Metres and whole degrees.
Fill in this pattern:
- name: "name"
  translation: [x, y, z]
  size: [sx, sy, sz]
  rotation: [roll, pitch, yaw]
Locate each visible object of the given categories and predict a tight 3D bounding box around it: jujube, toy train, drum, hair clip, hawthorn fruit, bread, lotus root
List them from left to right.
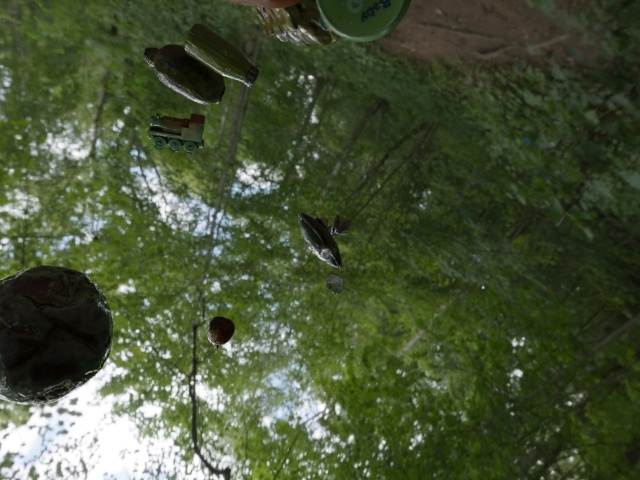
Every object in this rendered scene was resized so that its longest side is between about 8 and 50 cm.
- name: "jujube"
  translation: [-0.540, 0.183, 0.856]
  size: [0.246, 0.216, 0.308]
  rotation: [18, -169, -22]
- name: "toy train"
  translation: [-0.452, -0.344, 1.368]
  size: [0.175, 0.118, 0.074]
  rotation: [9, -141, -12]
- name: "lotus root"
  translation: [-0.498, -0.617, 1.617]
  size: [0.309, 0.173, 0.173]
  rotation: [20, -157, -36]
- name: "hawthorn fruit"
  translation: [-0.262, 0.237, 1.146]
  size: [0.077, 0.077, 0.077]
  rotation: [9, -148, -6]
- name: "bread"
  translation: [-0.036, -0.529, 0.942]
  size: [0.238, 0.196, 0.252]
  rotation: [12, -166, -16]
- name: "drum"
  translation: [0.001, -0.344, 0.504]
  size: [0.253, 0.130, 0.049]
  rotation: [43, -150, -8]
- name: "hair clip"
  translation: [0.012, -0.013, 1.408]
  size: [0.071, 0.218, 0.159]
  rotation: [31, -119, -14]

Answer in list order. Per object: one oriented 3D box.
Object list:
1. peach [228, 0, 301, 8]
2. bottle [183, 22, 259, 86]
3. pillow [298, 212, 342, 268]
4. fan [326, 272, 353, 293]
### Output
- name: "peach"
  translation: [-0.097, -0.511, 0.644]
  size: [0.307, 0.308, 0.332]
  rotation: [17, -140, 6]
- name: "bottle"
  translation: [-0.338, -0.636, 1.519]
  size: [0.260, 0.112, 0.112]
  rotation: [30, -151, -14]
- name: "pillow"
  translation: [-0.002, 0.001, 0.936]
  size: [0.055, 0.091, 0.136]
  rotation: [-20, -124, -24]
- name: "fan"
  translation: [0.053, 0.123, 1.178]
  size: [0.083, 0.056, 0.004]
  rotation: [25, -155, 17]
